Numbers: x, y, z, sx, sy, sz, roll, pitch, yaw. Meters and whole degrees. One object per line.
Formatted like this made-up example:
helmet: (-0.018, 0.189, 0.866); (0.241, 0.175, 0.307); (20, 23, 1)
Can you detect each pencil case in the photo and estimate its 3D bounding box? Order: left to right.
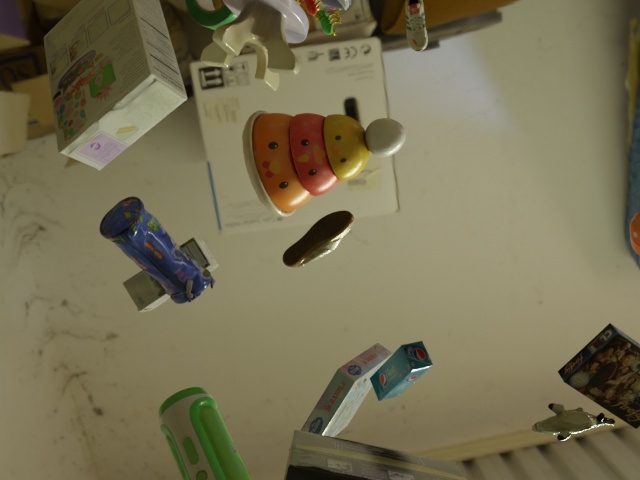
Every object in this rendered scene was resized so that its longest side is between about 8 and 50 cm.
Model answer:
pencil case: (-0.390, 0.035, 1.479); (0.119, 0.306, 0.133); (-37, -143, -1)

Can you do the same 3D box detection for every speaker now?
speaker: (-0.218, 0.442, 1.207); (0.131, 0.131, 0.296); (-18, -127, -25)

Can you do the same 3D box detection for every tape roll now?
tape roll: (-0.303, -0.828, 1.931); (0.321, 0.321, 0.077); (-2, 178, 39)

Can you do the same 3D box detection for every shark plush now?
shark plush: (0.516, 0.364, 1.244); (0.161, 0.073, 0.067); (-12, 148, -13)

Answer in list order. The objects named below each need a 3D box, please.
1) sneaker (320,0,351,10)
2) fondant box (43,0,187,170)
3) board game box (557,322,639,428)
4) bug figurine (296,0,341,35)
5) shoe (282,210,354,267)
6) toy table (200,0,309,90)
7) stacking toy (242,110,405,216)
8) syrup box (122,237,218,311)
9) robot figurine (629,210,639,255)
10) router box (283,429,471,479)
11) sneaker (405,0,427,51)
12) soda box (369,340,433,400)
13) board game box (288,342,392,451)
sneaker: (0.049, -0.813, 1.694); (0.127, 0.315, 0.182); (29, -107, 30)
fondant box: (-0.401, -0.334, 1.166); (0.238, 0.330, 0.096); (-33, 147, 20)
board game box: (0.689, 0.312, 1.391); (0.165, 0.243, 0.042); (-52, -163, 19)
bug figurine: (0.001, -0.787, 1.955); (0.072, 0.216, 0.279); (-22, 165, -16)
shoe: (0.000, 0.000, 1.584); (0.219, 0.058, 0.076); (-36, -128, 12)
toy table: (-0.140, -0.459, 1.372); (0.252, 0.160, 0.274); (12, 174, 37)
stacking toy: (0.029, -0.291, 1.911); (0.480, 0.350, 0.350); (-14, -169, 20)
syrup box: (-0.412, 0.095, 1.685); (0.237, 0.093, 0.096); (-33, 174, 2)
robot figurine: (0.989, -0.023, 1.818); (0.128, 0.158, 0.219); (46, -175, 34)
router box: (0.094, 0.404, 1.006); (0.309, 0.081, 0.243); (11, 175, 1)
sneaker: (0.247, -0.582, 1.610); (0.057, 0.161, 0.075); (-6, 170, 19)
soda box: (0.207, 0.342, 1.593); (0.067, 0.071, 0.210); (-6, 147, -28)
board game box: (0.069, 0.488, 1.873); (0.066, 0.318, 0.318); (36, -162, 19)
